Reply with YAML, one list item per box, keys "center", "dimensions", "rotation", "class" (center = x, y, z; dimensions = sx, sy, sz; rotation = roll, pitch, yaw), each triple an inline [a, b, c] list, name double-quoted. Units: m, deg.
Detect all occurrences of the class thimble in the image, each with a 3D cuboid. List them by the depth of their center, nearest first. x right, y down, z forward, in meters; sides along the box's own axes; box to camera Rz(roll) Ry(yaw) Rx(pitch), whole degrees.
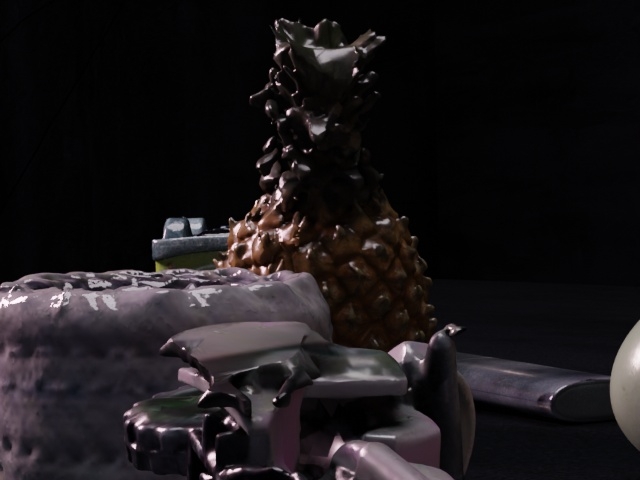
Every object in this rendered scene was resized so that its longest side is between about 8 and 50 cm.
- center: [-0.111, 0.099, 1.156]
  dimensions: [0.246, 0.157, 0.217]
  rotation: [-2, 1, -4]
  class: "thimble"

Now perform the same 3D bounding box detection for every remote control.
- center: [0.162, 0.138, 1.646]
  dimensions: [0.107, 0.044, 0.377]
  rotation: [3, -1, -28]
  class: "remote control"

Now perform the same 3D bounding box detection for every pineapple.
- center: [0.000, 0.000, 1.363]
  dimensions: [0.202, 0.362, 0.202]
  rotation: [1, 15, 0]
  class: "pineapple"

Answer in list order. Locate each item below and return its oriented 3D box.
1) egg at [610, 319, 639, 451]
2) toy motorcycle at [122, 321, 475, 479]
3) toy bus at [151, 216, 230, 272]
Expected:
- center: [0.294, 0.093, 1.142]
  dimensions: [0.192, 0.149, 0.149]
  rotation: [-16, 3, -8]
  class: "egg"
- center: [0.017, 0.114, 0.800]
  dimensions: [0.188, 0.143, 0.327]
  rotation: [-2, 9, -16]
  class: "toy motorcycle"
- center: [-0.082, 0.068, 1.728]
  dimensions: [0.152, 0.190, 0.312]
  rotation: [-1, 1, 3]
  class: "toy bus"
